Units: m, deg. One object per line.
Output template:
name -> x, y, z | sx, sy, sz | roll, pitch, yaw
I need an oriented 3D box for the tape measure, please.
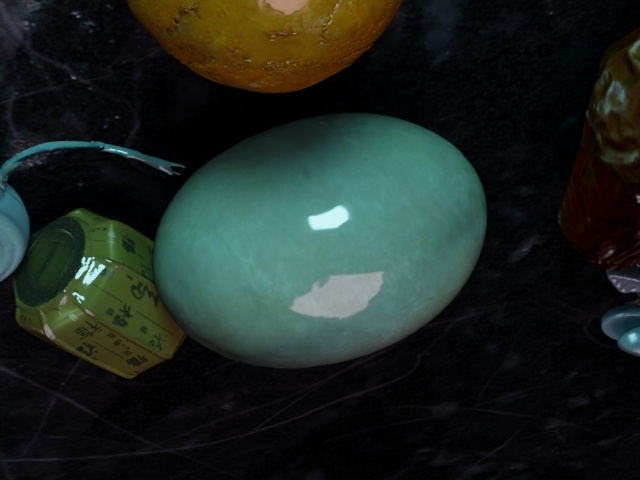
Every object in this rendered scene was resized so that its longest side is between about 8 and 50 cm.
tape measure -> -0.293, -0.037, 1.145 | 0.330, 0.084, 0.164 | -15, 147, -1

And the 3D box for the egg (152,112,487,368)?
egg -> 0.000, 0.000, 1.175 | 0.352, 0.258, 0.258 | -13, 145, 2

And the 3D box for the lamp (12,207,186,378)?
lamp -> -0.235, 0.060, 1.243 | 0.161, 0.161, 0.185 | -32, 140, 20

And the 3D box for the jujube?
jujube -> 0.373, -0.099, 1.251 | 0.216, 0.216, 0.342 | -8, 146, -13

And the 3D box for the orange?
orange -> -0.044, -0.232, 0.861 | 0.240, 0.240, 0.240 | -12, 144, -9

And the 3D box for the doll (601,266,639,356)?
doll -> 0.518, 0.073, 1.561 | 0.258, 0.153, 0.195 | 3, 130, -5
